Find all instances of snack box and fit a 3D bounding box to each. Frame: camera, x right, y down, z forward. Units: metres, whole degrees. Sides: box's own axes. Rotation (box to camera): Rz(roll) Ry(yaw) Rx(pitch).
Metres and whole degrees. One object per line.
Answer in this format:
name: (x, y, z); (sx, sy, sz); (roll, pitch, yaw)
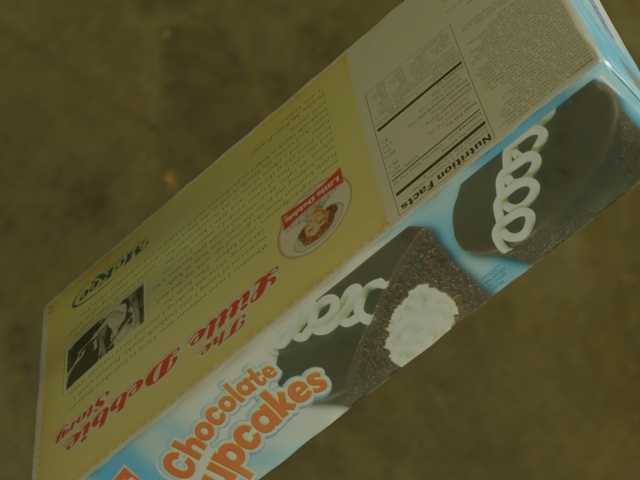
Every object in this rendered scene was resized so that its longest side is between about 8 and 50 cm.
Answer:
snack box: (0.000, 0.000, 0.858); (0.060, 0.322, 0.187); (44, 17, -24)
